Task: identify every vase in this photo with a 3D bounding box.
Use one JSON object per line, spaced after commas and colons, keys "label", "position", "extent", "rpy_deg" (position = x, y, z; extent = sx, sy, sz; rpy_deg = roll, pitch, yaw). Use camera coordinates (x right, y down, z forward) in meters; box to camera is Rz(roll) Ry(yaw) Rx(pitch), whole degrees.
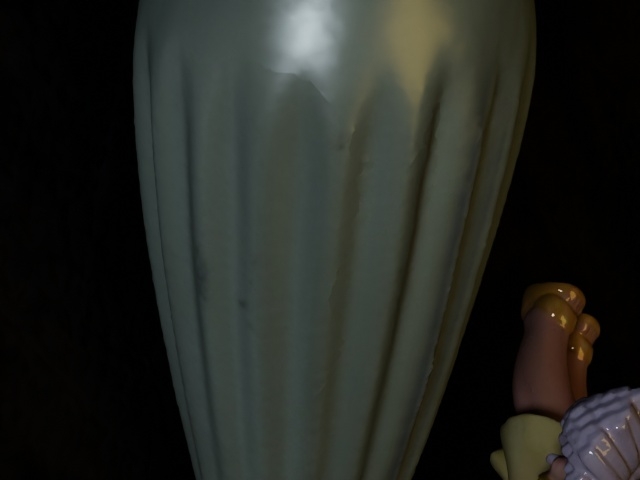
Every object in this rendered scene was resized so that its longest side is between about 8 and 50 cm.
{"label": "vase", "position": [0.000, 0.000, 0.612], "extent": [0.128, 0.128, 0.248], "rpy_deg": [-27, 130, -47]}

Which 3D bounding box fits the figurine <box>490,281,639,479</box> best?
{"label": "figurine", "position": [0.099, 0.137, 0.784], "extent": [0.175, 0.115, 0.240], "rpy_deg": [46, 57, -51]}
